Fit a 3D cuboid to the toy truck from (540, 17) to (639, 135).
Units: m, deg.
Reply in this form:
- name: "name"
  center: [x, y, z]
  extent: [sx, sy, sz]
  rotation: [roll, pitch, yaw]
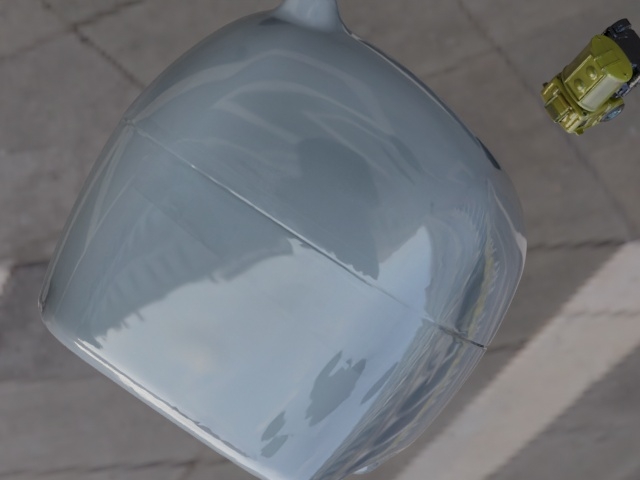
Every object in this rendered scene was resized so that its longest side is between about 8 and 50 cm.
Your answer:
- name: "toy truck"
  center: [0.199, -0.115, 1.268]
  extent: [0.054, 0.049, 0.083]
  rotation: [-25, 166, -35]

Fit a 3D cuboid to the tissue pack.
- name: "tissue pack"
  center: [0.000, 0.000, 1.023]
  extent: [0.236, 0.229, 0.333]
  rotation: [-56, 170, 2]
